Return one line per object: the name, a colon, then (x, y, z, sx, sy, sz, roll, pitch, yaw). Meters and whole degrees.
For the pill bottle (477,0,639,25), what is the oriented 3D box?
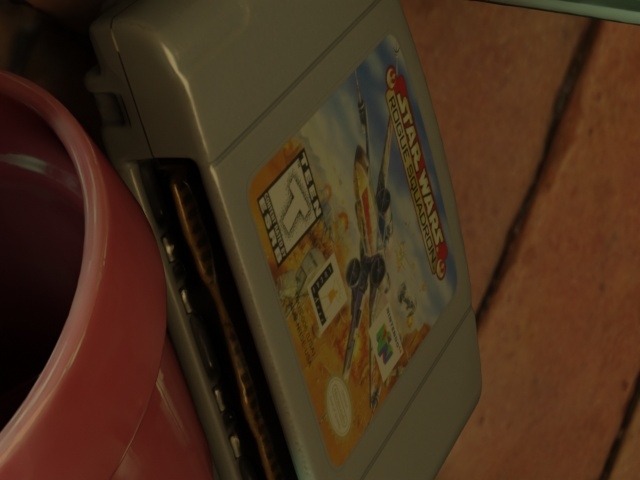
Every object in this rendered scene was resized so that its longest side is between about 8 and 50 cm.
pill bottle: (0.156, -0.173, 0.686, 0.161, 0.283, 0.161, -14, 112, -38)

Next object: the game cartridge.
game cartridge: (0.000, 0.000, 0.710, 0.198, 0.062, 0.297, -47, 129, -46)

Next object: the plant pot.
plant pot: (-0.132, 0.065, 0.583, 0.201, 0.201, 0.180, -54, 146, -16)
